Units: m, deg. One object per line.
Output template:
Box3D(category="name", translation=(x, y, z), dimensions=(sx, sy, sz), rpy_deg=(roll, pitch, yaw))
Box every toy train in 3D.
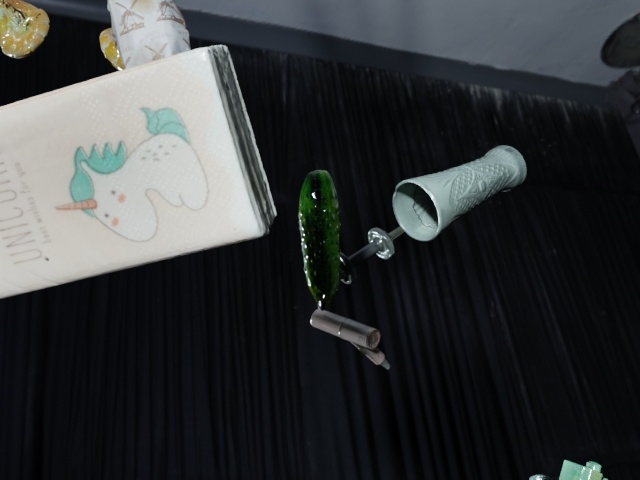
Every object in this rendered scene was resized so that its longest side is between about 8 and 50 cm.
Box3D(category="toy train", translation=(0.340, 0.348, 0.727), dimensions=(0.050, 0.122, 0.081), rpy_deg=(6, 158, 47))

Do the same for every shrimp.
Box3D(category="shrimp", translation=(-0.293, -0.309, 0.950), dimensions=(0.132, 0.187, 0.051), rpy_deg=(-23, 155, -45))
Box3D(category="shrimp", translation=(-0.635, -0.463, 1.171), dimensions=(0.115, 0.217, 0.051), rpy_deg=(-30, 154, -8))

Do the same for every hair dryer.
Box3D(category="hair dryer", translation=(0.101, 0.264, 1.447), dimensions=(0.195, 0.053, 0.220), rpy_deg=(15, 157, 42))

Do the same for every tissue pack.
Box3D(category="tissue pack", translation=(-0.219, -0.052, 0.510), dimensions=(0.326, 0.170, 0.071), rpy_deg=(-14, -163, 9))

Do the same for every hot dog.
Box3D(category="hot dog", translation=(-0.218, -0.263, 0.703), dimensions=(0.099, 0.192, 0.053), rpy_deg=(-22, 166, 2))

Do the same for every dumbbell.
Box3D(category="dumbbell", translation=(0.092, 0.032, 1.229), dimensions=(0.254, 0.081, 0.081), rpy_deg=(-31, 167, -24))

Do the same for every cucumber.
Box3D(category="cucumber", translation=(0.000, 0.000, 0.895), dimensions=(0.069, 0.227, 0.069), rpy_deg=(-3, -177, 0))

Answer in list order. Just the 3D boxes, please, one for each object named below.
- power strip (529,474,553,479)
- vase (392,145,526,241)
Box3D(category="power strip", translation=(0.340, 0.456, 0.847), dimensions=(0.044, 0.137, 0.216), rpy_deg=(5, -174, 15))
Box3D(category="vase", translation=(0.223, -0.082, 0.856), dimensions=(0.219, 0.096, 0.096), rpy_deg=(-25, 167, -29))
